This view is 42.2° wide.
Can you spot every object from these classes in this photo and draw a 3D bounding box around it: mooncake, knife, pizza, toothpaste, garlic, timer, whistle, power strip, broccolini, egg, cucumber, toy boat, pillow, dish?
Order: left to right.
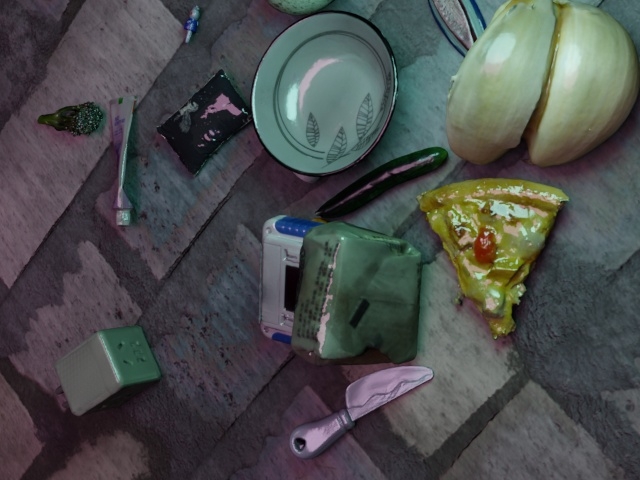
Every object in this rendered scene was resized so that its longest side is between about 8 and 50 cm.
[{"bbox_3d":[-0.587,-0.285,1.955,0.202,0.068,0.091,8,81,43],"label":"broccolini"},{"bbox_3d":[-0.492,0.302,1.844,0.224,0.140,0.139,-34,75,25],"label":"power strip"},{"bbox_3d":[-0.447,-0.181,1.873,0.075,0.048,0.301,-15,75,55],"label":"toothpaste"},{"bbox_3d":[-0.280,-0.468,1.796,0.033,0.029,0.083,24,98,63],"label":"whistle"},{"bbox_3d":[-0.246,-0.251,1.764,0.208,0.055,0.141,-41,80,23],"label":"pillow"},{"bbox_3d":[-0.037,0.087,1.609,0.178,0.078,0.254,11,108,28],"label":"timer"},{"bbox_3d":[-0.034,-0.493,1.562,0.172,0.132,0.132,6,93,20],"label":"egg"},{"bbox_3d":[0.022,-0.273,1.588,0.316,0.106,0.317,-2,86,26],"label":"dish"},{"bbox_3d":[0.072,0.317,1.605,0.331,0.044,0.080,-38,66,17],"label":"knife"},{"bbox_3d":[0.069,0.100,1.491,0.136,0.250,0.255,9,91,48],"label":"mooncake"},{"bbox_3d":[0.113,-0.110,1.573,0.284,0.056,0.056,-26,78,23],"label":"cucumber"},{"bbox_3d":[0.234,-0.437,1.514,0.080,0.046,0.229,-31,78,27],"label":"toy boat"},{"bbox_3d":[0.310,0.030,1.454,0.279,0.075,0.288,-9,85,29],"label":"pizza"},{"bbox_3d":[0.356,-0.261,1.376,0.313,0.286,0.249,-68,20,5],"label":"garlic"}]

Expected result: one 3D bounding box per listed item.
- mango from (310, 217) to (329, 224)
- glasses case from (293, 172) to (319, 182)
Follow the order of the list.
[{"bbox_3d":[0.000,0.000,1.634,0.060,0.046,0.089,-14,86,28],"label":"mango"},{"bbox_3d":[-0.061,-0.178,1.657,0.041,0.063,0.164,-48,70,22],"label":"glasses case"}]
